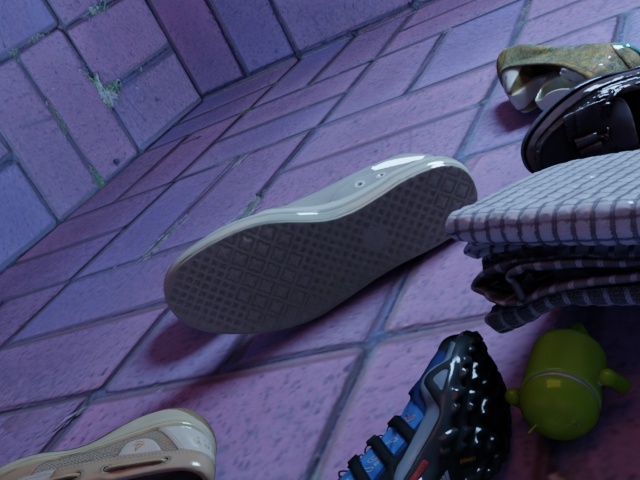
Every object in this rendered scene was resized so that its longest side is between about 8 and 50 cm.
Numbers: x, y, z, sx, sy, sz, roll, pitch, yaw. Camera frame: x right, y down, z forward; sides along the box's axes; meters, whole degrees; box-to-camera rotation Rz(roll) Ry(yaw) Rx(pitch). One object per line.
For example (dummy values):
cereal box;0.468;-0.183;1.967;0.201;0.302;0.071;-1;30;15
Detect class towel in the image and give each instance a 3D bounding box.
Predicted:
towel;0.294;-0.010;0.759;0.235;0.121;0.283;-5;13;44

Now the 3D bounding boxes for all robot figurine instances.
robot figurine;0.209;0.122;0.691;0.101;0.067;0.115;-20;22;35

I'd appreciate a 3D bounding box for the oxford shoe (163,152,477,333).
oxford shoe;0.000;0.000;1.117;0.449;0.169;0.130;-24;23;-7

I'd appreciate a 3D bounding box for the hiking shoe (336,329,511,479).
hiking shoe;0.069;0.183;0.664;0.132;0.113;0.304;-14;25;32

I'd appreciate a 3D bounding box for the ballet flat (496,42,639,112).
ballet flat;0.375;-0.259;1.320;0.123;0.123;0.348;-35;21;-15

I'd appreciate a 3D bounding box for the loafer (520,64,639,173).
loafer;0.414;-0.172;1.070;0.302;0.109;0.095;-28;24;-5

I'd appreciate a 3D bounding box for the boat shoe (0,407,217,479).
boat shoe;-0.270;0.289;0.844;0.341;0.122;0.110;-28;20;0
